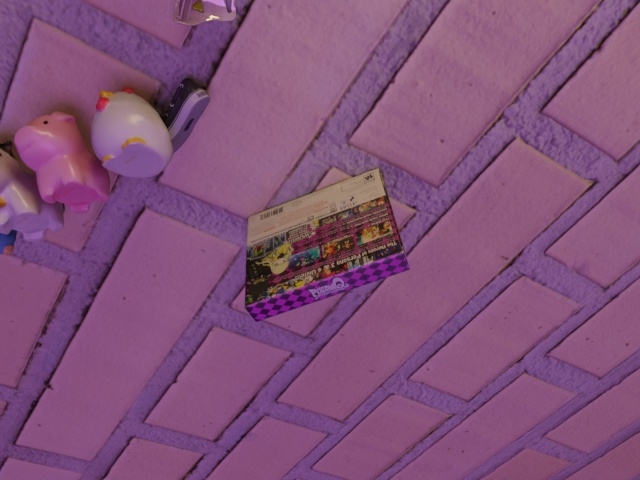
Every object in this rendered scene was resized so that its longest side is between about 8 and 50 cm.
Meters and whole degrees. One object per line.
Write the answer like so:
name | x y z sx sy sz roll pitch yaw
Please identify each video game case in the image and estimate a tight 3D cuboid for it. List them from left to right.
video game case | 0.000 0.000 0.847 0.232 0.210 0.041 -20 128 10

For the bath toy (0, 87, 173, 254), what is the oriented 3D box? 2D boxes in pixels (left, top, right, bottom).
bath toy | -0.366 -0.108 0.784 0.348 0.129 0.151 -23 152 15

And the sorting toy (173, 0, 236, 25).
sorting toy | -0.135 -0.304 0.702 0.075 0.044 0.083 9 127 -22

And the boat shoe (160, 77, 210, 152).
boat shoe | -0.205 -0.166 0.805 0.040 0.049 0.142 48 121 4
